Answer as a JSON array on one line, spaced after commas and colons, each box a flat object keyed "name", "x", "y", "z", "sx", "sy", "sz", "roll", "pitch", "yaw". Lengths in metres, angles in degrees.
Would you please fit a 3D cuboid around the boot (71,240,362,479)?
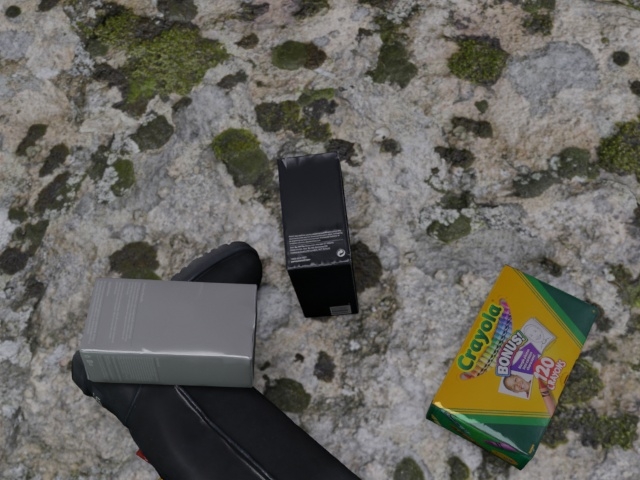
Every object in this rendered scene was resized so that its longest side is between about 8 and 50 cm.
[{"name": "boot", "x": -0.099, "y": 0.239, "z": 1.175, "sx": 0.445, "sy": 0.146, "sz": 0.367, "roll": 37, "pitch": 62, "yaw": 26}]

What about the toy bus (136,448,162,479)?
[{"name": "toy bus", "x": -0.212, "y": 0.411, "z": 1.193, "sx": 0.202, "sy": 0.104, "sz": 0.191, "roll": 1, "pitch": 60, "yaw": 5}]

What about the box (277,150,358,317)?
[{"name": "box", "x": 0.000, "y": 0.000, "z": 1.251, "sx": 0.103, "sy": 0.261, "sz": 0.184, "roll": -5, "pitch": 68, "yaw": 3}]

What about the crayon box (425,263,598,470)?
[{"name": "crayon box", "x": 0.302, "y": 0.194, "z": 1.224, "sx": 0.165, "sy": 0.081, "sz": 0.278, "roll": 27, "pitch": 64, "yaw": 15}]

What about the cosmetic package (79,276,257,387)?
[{"name": "cosmetic package", "x": -0.208, "y": 0.132, "z": 1.110, "sx": 0.238, "sy": 0.107, "sz": 0.127, "roll": 6, "pitch": 53, "yaw": -3}]
